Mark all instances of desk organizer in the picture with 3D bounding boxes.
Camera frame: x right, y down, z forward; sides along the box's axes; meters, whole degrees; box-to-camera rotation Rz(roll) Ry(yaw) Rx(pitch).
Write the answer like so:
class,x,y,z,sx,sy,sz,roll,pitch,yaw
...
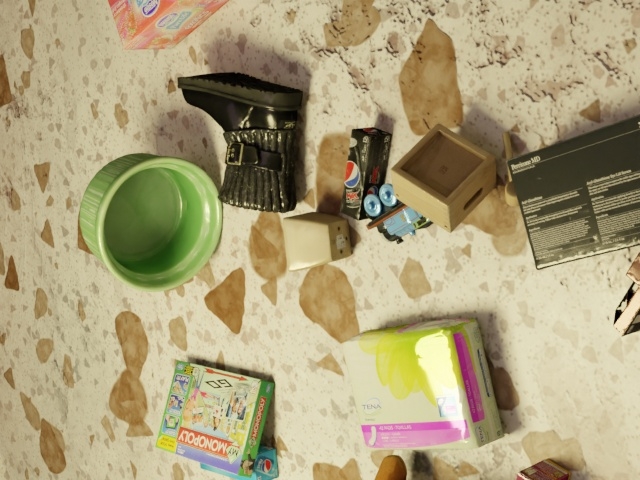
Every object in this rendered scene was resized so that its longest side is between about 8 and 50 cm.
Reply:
class,x,y,z,sx,sy,sz,roll,pitch,yaw
desk organizer,0.487,0.080,1.633,0.050,0.047,0.130,46,128,34

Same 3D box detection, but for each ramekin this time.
class,x,y,z,sx,sy,sz,roll,pitch,yaw
ramekin,-0.384,-0.050,2.369,0.148,0.303,0.303,22,114,51

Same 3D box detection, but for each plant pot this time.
class,x,y,z,sx,sy,sz,roll,pitch,yaw
plant pot,0.000,0.000,2.106,0.096,0.109,0.109,-3,96,35

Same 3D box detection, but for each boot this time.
class,x,y,z,sx,sy,sz,roll,pitch,yaw
boot,-0.181,-0.208,2.229,0.348,0.131,0.260,22,114,42

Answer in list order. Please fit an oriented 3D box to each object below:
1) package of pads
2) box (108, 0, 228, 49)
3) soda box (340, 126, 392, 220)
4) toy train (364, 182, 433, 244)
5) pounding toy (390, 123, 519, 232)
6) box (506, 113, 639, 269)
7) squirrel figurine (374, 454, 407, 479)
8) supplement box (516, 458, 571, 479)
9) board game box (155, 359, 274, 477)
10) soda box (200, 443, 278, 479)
class,x,y,z,sx,sy,sz,roll,pitch,yaw
package of pads,0.180,0.265,1.964,0.296,0.101,0.229,-15,88,47
box,-0.318,-0.541,2.298,0.300,0.142,0.154,-25,81,47
soda box,0.085,-0.126,2.013,0.053,0.060,0.169,27,117,42
toy train,0.156,-0.061,1.940,0.184,0.080,0.105,-32,80,46
pounding toy,0.257,-0.101,1.800,0.206,0.181,0.094,35,159,28
box,0.432,-0.075,1.619,0.261,0.103,0.184,-17,88,48
squirrel figurine,0.209,0.639,1.902,0.370,0.281,0.397,13,108,26
supplement box,0.375,0.408,1.797,0.055,0.083,0.043,28,118,42
board game box,-0.246,0.401,2.436,0.317,0.046,0.214,4,76,47
soda box,-0.191,0.499,2.439,0.210,0.067,0.071,3,100,47
